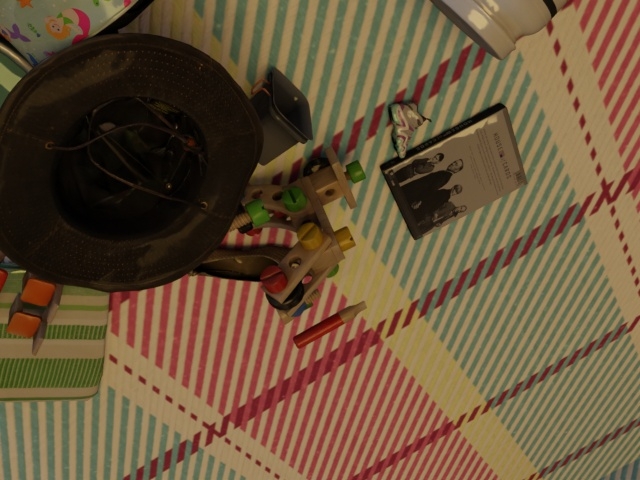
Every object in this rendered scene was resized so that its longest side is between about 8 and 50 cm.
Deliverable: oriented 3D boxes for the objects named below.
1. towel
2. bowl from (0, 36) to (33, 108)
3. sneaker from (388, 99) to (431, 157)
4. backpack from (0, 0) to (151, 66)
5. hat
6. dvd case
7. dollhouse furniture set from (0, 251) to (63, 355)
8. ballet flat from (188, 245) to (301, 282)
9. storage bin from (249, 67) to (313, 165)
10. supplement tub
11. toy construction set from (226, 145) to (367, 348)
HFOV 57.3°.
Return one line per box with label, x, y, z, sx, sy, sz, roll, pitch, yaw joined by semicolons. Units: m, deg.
towel;-0.522;0.176;1.072;0.248;0.038;0.324;5;122;-18
bowl;-0.476;-0.158;0.769;0.312;0.163;0.311;-7;126;-10
sneaker;0.155;-0.189;0.992;0.069;0.038;0.098;-15;127;-3
backpack;-0.260;-0.316;0.628;0.225;0.253;0.191;-15;139;30
hat;-0.241;-0.101;0.708;0.331;0.134;0.331;-19;133;-22
dvd case;0.248;-0.119;1.072;0.239;0.029;0.179;-28;126;4
dollhouse furniture set;-0.574;0.131;0.918;0.262;0.135;0.259;22;115;-27
ballet flat;-0.144;0.047;1.066;0.250;0.058;0.084;8;122;-20
storage bin;-0.078;-0.184;0.883;0.091;0.135;0.098;-35;126;23
supplement tub;0.280;-0.403;0.780;0.191;0.191;0.272;31;112;-30
toy construction set;0.000;0.000;0.956;0.237;0.257;0.309;-27;117;-5
